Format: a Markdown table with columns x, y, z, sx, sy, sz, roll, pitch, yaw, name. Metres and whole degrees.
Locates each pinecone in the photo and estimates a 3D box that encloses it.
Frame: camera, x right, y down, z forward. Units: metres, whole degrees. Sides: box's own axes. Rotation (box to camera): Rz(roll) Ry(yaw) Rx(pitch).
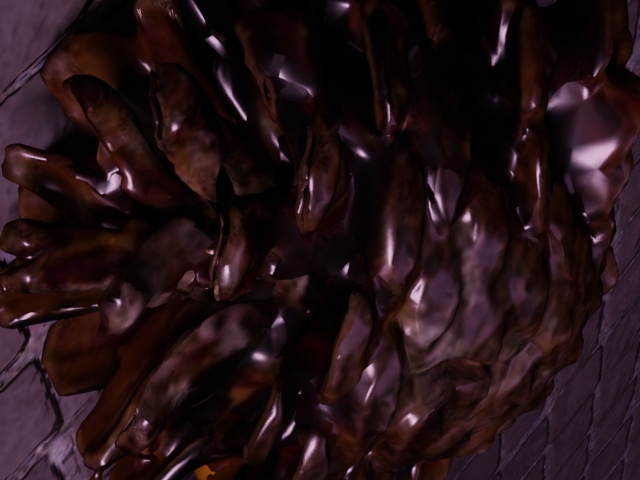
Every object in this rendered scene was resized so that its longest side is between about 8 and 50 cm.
| x | y | z | sx | sy | sz | roll | pitch | yaw | name |
| --- | --- | --- | --- | --- | --- | --- | --- | --- | --- |
| -0.006 | -0.003 | 0.833 | 0.296 | 0.242 | 0.298 | -3 | 122 | -45 | pinecone |

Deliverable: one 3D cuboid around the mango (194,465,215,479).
| x | y | z | sx | sy | sz | roll | pitch | yaw | name |
| --- | --- | --- | --- | --- | --- | --- | --- | --- | --- |
| 0.002 | 0.052 | 1.065 | 0.252 | 0.126 | 0.154 | -64 | 166 | 24 | mango |
